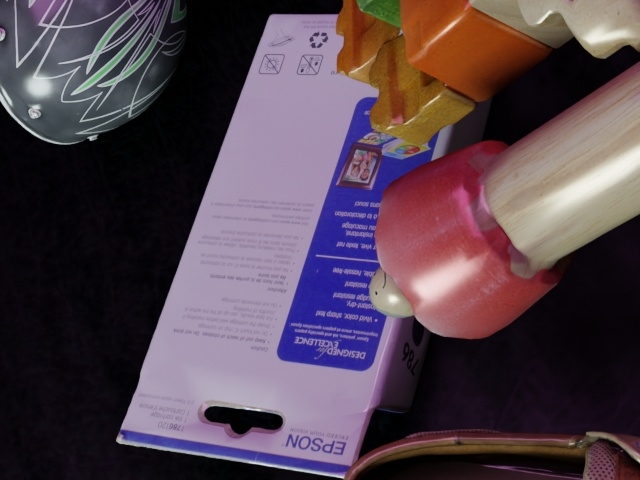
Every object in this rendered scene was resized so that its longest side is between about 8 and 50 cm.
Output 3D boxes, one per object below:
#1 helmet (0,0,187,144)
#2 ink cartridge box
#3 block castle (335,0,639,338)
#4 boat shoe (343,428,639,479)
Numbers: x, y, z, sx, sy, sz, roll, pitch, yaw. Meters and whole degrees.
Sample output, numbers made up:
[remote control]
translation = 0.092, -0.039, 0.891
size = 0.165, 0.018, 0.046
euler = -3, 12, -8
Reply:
[helmet]
translation = -0.178, -0.156, 1.001
size = 0.169, 0.169, 0.161
euler = -50, 38, -11
[ink cartridge box]
translation = 0.000, 0.000, 0.891
size = 0.165, 0.065, 0.333
euler = 6, 62, 25
[block castle]
translation = 0.167, -0.133, 0.752
size = 0.213, 0.303, 0.453
euler = -33, 45, 43
[boat shoe]
translation = 0.158, 0.156, 0.694
size = 0.323, 0.120, 0.123
euler = -2, 60, 22
